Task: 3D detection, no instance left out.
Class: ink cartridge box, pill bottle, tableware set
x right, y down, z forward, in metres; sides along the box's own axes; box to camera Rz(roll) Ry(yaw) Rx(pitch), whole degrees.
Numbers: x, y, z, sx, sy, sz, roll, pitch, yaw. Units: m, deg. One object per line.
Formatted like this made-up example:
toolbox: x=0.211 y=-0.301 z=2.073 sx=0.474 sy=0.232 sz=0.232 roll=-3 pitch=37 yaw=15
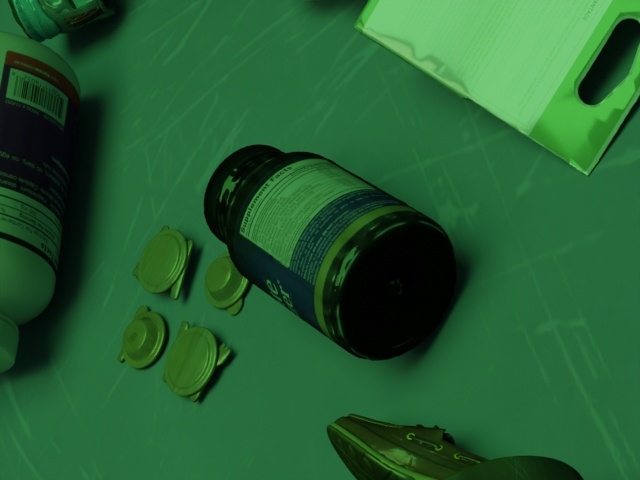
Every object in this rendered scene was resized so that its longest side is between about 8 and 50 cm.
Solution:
ink cartridge box: x=0.165 y=-0.181 z=1.313 sx=0.235 sy=0.056 sz=0.171 roll=35 pitch=103 yaw=19
pill bottle: x=-0.345 y=-0.036 z=1.660 sx=0.181 sy=0.181 sz=0.323 roll=-17 pitch=58 yaw=38
tableware set: x=-0.127 y=0.064 z=1.515 sx=0.169 sy=0.020 sz=0.141 roll=17 pitch=84 yaw=46
pill bottle: x=0.000 y=0.000 z=1.349 sx=0.219 sy=0.123 sz=0.123 roll=33 pitch=93 yaw=48

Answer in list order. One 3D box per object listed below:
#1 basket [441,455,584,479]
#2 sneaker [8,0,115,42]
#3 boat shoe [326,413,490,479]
basket: x=0.139 y=0.265 z=1.059 sx=0.204 sy=0.154 sz=0.227 roll=-37 pitch=44 yaw=22
sneaker: x=-0.254 y=-0.331 z=1.814 sx=0.125 sy=0.104 sz=0.262 roll=-7 pitch=62 yaw=18
boat shoe: x=0.077 y=0.169 z=1.239 sx=0.060 sy=0.064 sz=0.178 roll=-40 pitch=38 yaw=-23
